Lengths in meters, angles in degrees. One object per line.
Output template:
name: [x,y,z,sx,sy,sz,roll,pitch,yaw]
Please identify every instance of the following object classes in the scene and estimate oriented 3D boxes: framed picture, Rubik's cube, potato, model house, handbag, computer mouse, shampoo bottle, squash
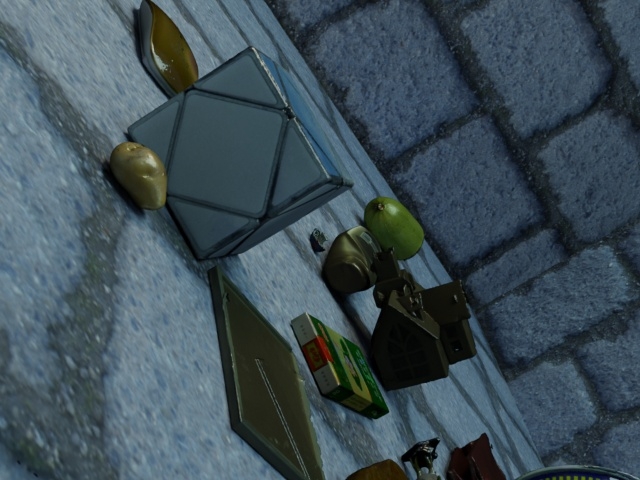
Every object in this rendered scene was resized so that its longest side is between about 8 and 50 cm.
framed picture: [-0.062,0.177,1.185,0.209,0.019,0.281,52,13,-35]
Rubik's cube: [-0.101,-0.112,1.301,0.205,0.207,0.205,61,9,4]
potato: [-0.209,-0.075,1.117,0.068,0.062,0.083,-46,127,-64]
model house: [0.179,0.125,1.842,0.211,0.204,0.244,-63,135,-72]
handbag: [0.353,0.541,1.964,0.260,0.084,0.275,63,11,8]
computer mouse: [-0.255,-0.324,1.599,0.126,0.056,0.245,53,11,-34]
shampoo bottle: [0.070,0.046,1.998,0.126,0.084,0.350,60,11,-5]
squash: [0.196,-0.047,2.731,0.247,0.132,0.133,43,19,-54]

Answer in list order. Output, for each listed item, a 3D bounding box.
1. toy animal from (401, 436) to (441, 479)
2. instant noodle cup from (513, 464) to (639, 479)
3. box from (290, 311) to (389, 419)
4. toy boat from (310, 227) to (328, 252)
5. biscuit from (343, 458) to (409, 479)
toy animal: [0.180,0.401,1.568,0.202,0.070,0.105,-99,175,-73]
instant noodle cup: [0.435,0.581,1.602,0.284,0.284,0.312,52,35,-33]
box: [0.035,0.203,1.522,0.235,0.034,0.132,40,21,-59]
toy boat: [0.000,0.000,1.931,0.038,0.038,0.083,54,10,-23]
biscuit: [0.120,0.428,1.199,0.394,0.070,0.350,51,11,-41]
